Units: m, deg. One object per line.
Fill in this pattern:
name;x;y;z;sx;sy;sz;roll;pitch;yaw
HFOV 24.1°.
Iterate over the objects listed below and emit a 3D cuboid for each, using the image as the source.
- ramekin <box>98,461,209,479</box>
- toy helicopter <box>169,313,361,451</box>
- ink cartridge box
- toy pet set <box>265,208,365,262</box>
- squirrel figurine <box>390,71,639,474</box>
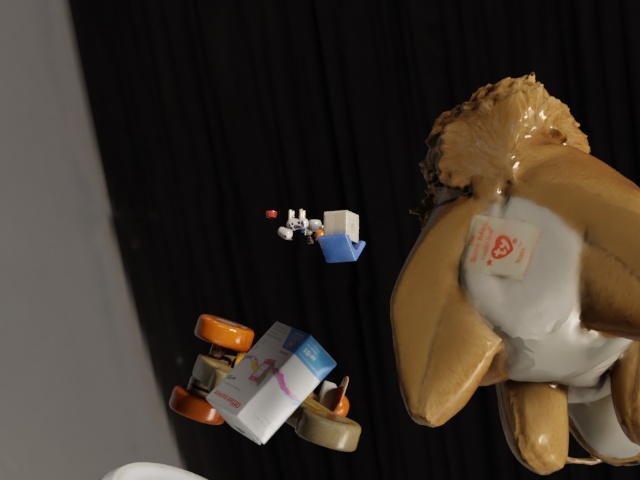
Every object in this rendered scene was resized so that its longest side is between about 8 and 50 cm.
ramekin;-0.145;0.338;1.529;0.272;0.127;0.273;29;12;-7
toy helicopter;-0.037;0.224;2.041;0.235;0.140;0.355;19;2;-29
ink cartridge box;-0.055;0.155;1.647;0.122;0.052;0.088;-48;25;-14
toy pet set;0.000;0.000;1.998;0.114;0.065;0.122;-4;-11;26
squirrel figurine;0.246;0.043;1.505;0.281;0.397;0.370;-28;-33;18
